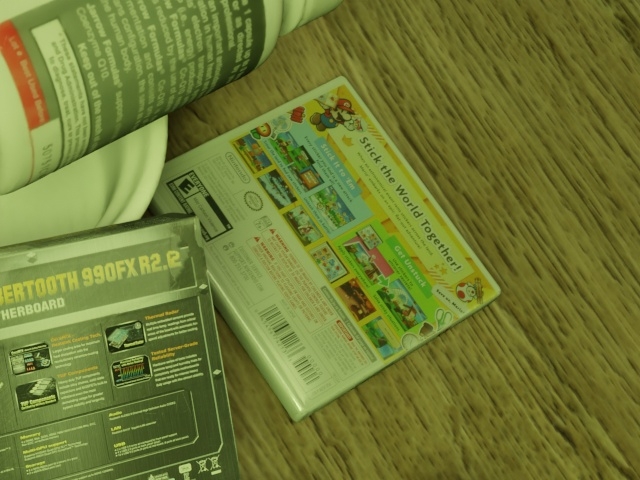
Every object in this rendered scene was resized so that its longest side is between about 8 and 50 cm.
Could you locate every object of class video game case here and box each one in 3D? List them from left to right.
[{"bbox_3d":[0.000,0.000,1.199,0.206,0.026,0.227,-29,76,-27],"label":"video game case"}]

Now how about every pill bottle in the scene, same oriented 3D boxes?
[{"bbox_3d":[-0.128,-0.158,1.001,0.283,0.161,0.161,-30,77,-27],"label":"pill bottle"}]

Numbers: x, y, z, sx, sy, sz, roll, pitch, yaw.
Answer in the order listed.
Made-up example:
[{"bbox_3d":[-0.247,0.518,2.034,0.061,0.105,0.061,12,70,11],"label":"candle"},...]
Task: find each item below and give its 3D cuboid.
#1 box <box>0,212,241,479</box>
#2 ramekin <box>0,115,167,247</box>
[{"bbox_3d":[-0.176,0.092,0.965,0.231,0.056,0.183,-13,99,-25],"label":"box"},{"bbox_3d":[-0.257,-0.062,1.085,0.277,0.135,0.277,7,63,-14],"label":"ramekin"}]
